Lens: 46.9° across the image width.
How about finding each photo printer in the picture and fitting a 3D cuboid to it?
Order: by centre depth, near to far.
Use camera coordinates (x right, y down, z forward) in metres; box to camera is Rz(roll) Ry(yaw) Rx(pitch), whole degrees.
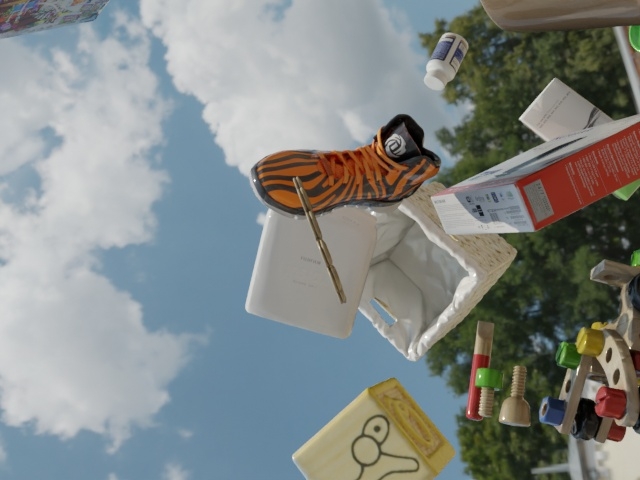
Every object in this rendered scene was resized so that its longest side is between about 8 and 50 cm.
[{"bbox_3d":[-0.016,0.046,1.665,0.107,0.256,0.307,-61,-13,-75],"label":"photo printer"}]

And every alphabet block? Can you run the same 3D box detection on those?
[{"bbox_3d":[0.101,0.391,1.348,0.192,0.197,0.193,50,-167,14],"label":"alphabet block"}]

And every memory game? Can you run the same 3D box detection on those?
[{"bbox_3d":[0.000,0.000,0.987,0.186,0.012,0.186,-21,-90,-89],"label":"memory game"}]

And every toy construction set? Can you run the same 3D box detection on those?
[{"bbox_3d":[0.355,0.137,0.975,0.257,0.309,0.237,41,-125,-60],"label":"toy construction set"}]

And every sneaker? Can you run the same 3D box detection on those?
[{"bbox_3d":[0.054,-0.126,1.142,0.321,0.180,0.124,-7,-112,-39],"label":"sneaker"}]

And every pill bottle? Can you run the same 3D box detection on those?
[{"bbox_3d":[0.276,-0.395,1.638,0.067,0.067,0.120,41,-112,-38],"label":"pill bottle"}]

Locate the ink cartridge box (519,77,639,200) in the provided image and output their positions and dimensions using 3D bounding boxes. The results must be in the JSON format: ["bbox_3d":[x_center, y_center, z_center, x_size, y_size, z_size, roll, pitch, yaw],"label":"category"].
[{"bbox_3d":[0.571,-0.213,1.569,0.273,0.114,0.198,41,-164,11],"label":"ink cartridge box"}]

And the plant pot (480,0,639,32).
[{"bbox_3d":[0.296,-0.332,0.805,0.263,0.229,0.263,12,-106,-48],"label":"plant pot"}]

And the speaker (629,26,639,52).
[{"bbox_3d":[0.845,-0.465,1.674,0.297,0.131,0.131,-1,-105,-28],"label":"speaker"}]

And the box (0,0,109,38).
[{"bbox_3d":[-0.410,-0.403,1.133,0.057,0.201,0.293,54,-146,-4],"label":"box"}]

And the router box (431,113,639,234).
[{"bbox_3d":[0.389,-0.108,1.253,0.301,0.335,0.082,-25,-85,-12],"label":"router box"}]

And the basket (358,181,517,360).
[{"bbox_3d":[0.269,0.070,1.918,0.328,0.331,0.266,45,-147,20],"label":"basket"}]
